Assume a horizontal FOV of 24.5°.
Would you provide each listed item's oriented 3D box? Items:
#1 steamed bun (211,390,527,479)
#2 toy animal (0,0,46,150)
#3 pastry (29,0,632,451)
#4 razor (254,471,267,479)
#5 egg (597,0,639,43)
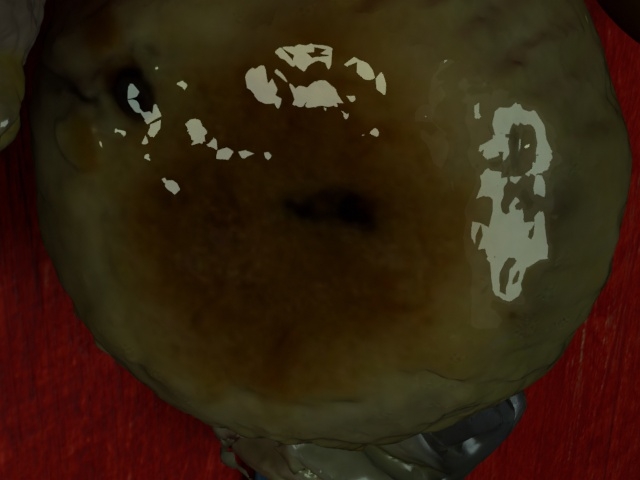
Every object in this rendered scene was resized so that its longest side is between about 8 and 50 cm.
[{"bbox_3d":[0.064,0.093,1.178,0.268,0.207,0.280,30,83,-55],"label":"steamed bun"},{"bbox_3d":[-0.263,-0.109,0.729,0.358,0.188,0.226,-39,132,-27],"label":"toy animal"},{"bbox_3d":[0.011,-0.062,0.951,0.312,0.388,0.388,-42,146,-64],"label":"pastry"},{"bbox_3d":[-0.053,0.197,1.298,0.082,0.042,0.253,-37,138,-31],"label":"razor"},{"bbox_3d":[0.344,-0.302,1.248,0.282,0.282,0.351,-51,135,-14],"label":"egg"}]
